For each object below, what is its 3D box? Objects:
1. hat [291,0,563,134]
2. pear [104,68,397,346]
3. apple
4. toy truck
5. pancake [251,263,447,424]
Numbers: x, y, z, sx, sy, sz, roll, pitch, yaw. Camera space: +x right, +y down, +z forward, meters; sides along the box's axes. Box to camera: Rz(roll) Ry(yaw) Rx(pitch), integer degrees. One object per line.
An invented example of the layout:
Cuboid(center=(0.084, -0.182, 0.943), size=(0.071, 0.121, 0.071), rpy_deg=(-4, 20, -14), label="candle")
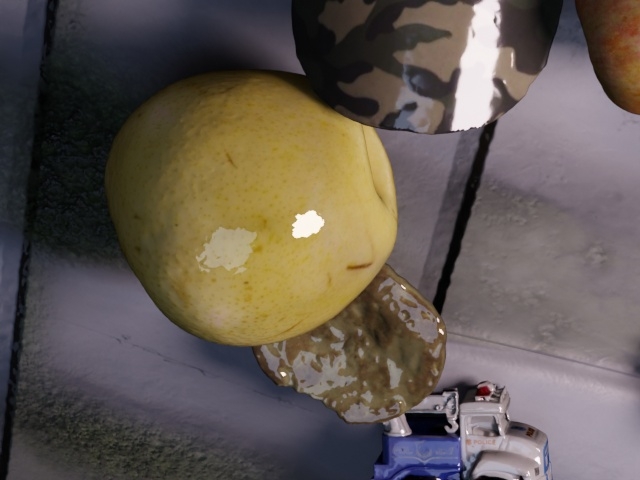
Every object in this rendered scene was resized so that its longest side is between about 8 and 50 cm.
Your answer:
Cuboid(center=(0.099, -0.306, 1.546), size=(0.366, 0.257, 0.381), rpy_deg=(3, 81, 8), label="hat")
Cuboid(center=(-0.069, -0.039, 1.721), size=(0.309, 0.309, 0.309), rpy_deg=(5, 123, 7), label="pear")
Cuboid(center=(0.342, -0.218, 1.597), size=(0.174, 0.188, 0.188), rpy_deg=(-16, 119, 14), label="apple")
Cuboid(center=(0.172, 0.257, 1.978), size=(0.213, 0.161, 0.177), rpy_deg=(-1, 99, 12), label="toy truck")
Cuboid(center=(0.032, 0.109, 1.913), size=(0.236, 0.042, 0.222), rpy_deg=(9, 108, 13), label="pancake")
